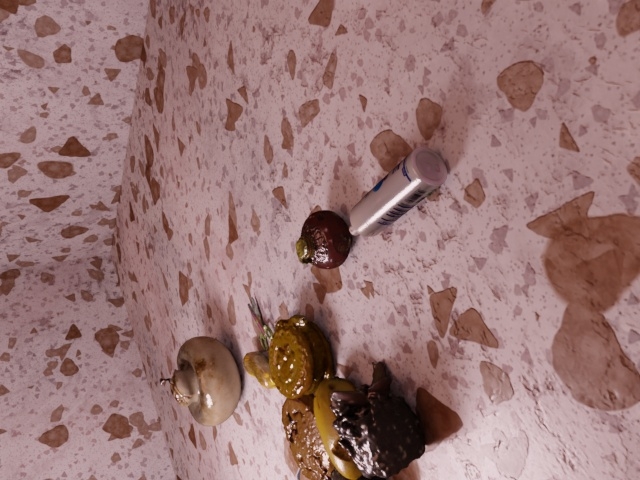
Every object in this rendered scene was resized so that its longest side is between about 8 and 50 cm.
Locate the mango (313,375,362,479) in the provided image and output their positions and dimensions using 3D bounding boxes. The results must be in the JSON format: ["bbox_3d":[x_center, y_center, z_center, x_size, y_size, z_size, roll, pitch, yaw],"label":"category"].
[{"bbox_3d":[0.056,0.484,1.391,0.262,0.130,0.167,-108,15,-46],"label":"mango"}]

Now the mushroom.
[{"bbox_3d":[-0.487,0.574,2.144,0.362,0.294,0.362,21,116,51],"label":"mushroom"}]

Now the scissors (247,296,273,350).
[{"bbox_3d":[-0.218,0.294,1.905,0.187,0.020,0.133,62,148,24],"label":"scissors"}]

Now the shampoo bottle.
[{"bbox_3d":[0.148,-0.087,1.164,0.303,0.092,0.092,-42,63,54],"label":"shampoo bottle"}]

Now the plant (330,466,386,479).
[{"bbox_3d":[0.115,0.668,1.387,0.194,0.132,0.129,59,146,38],"label":"plant"}]

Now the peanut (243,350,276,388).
[{"bbox_3d":[-0.206,0.451,1.869,0.206,0.087,0.087,23,117,51],"label":"peanut"}]

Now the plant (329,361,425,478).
[{"bbox_3d":[0.131,0.424,1.246,0.178,0.204,0.234,-31,79,53],"label":"plant"}]

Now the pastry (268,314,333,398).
[{"bbox_3d":[-0.058,0.345,1.586,0.240,0.132,0.235,-25,69,50],"label":"pastry"}]

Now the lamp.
[{"bbox_3d":[0.003,0.001,1.372,0.156,0.135,0.157,16,109,55],"label":"lamp"}]

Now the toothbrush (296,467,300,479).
[{"bbox_3d":[-0.074,0.802,1.824,0.017,0.014,0.162,32,126,27],"label":"toothbrush"}]

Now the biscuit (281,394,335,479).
[{"bbox_3d":[-0.039,0.614,1.662,0.296,0.075,0.296,23,118,53],"label":"biscuit"}]
